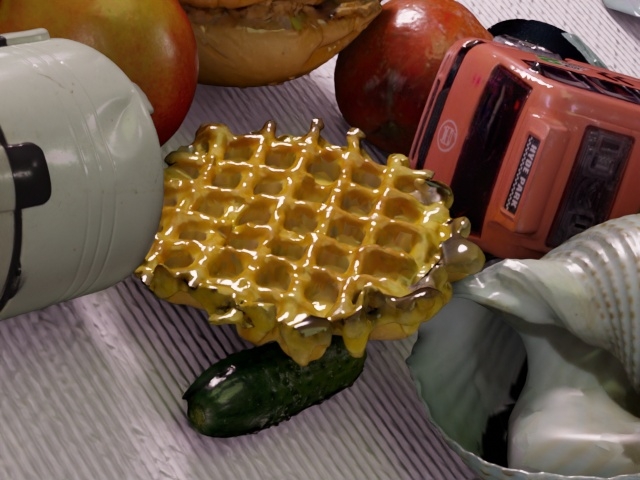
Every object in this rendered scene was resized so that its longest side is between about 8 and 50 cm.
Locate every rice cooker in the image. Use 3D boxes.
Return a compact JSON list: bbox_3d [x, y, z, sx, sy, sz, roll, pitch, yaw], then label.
[{"bbox_3d":[-0.261,-0.047,1.472,0.244,0.226,0.226,-20,58,-43],"label":"rice cooker"}]

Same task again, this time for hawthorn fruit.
[{"bbox_3d":[0.097,-0.166,1.926,0.173,0.173,0.173,19,36,-15],"label":"hawthorn fruit"}]

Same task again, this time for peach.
[{"bbox_3d":[-0.198,-0.156,1.693,0.197,0.197,0.197,19,36,-15],"label":"peach"}]

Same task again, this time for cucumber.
[{"bbox_3d":[-0.029,0.114,1.570,0.069,0.069,0.227,46,35,22],"label":"cucumber"}]

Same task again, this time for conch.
[{"bbox_3d":[0.246,0.126,1.623,0.319,0.215,0.303,-7,46,14],"label":"conch"}]

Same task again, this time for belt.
[{"bbox_3d":[0.235,-0.148,2.011,0.198,0.151,0.078,37,35,7],"label":"belt"}]

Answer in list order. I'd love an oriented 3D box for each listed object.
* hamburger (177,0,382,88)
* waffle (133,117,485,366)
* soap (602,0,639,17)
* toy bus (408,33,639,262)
[{"bbox_3d":[-0.090,-0.264,1.872,0.314,0.170,0.290,18,35,21],"label":"hamburger"},{"bbox_3d":[-0.021,-0.001,1.615,0.329,0.062,0.329,4,37,-3],"label":"waffle"},{"bbox_3d":[0.422,-0.400,2.427,0.109,0.193,0.324,6,40,-33],"label":"soap"},{"bbox_3d":[0.311,-0.048,1.842,0.427,0.203,0.233,13,13,-23],"label":"toy bus"}]
